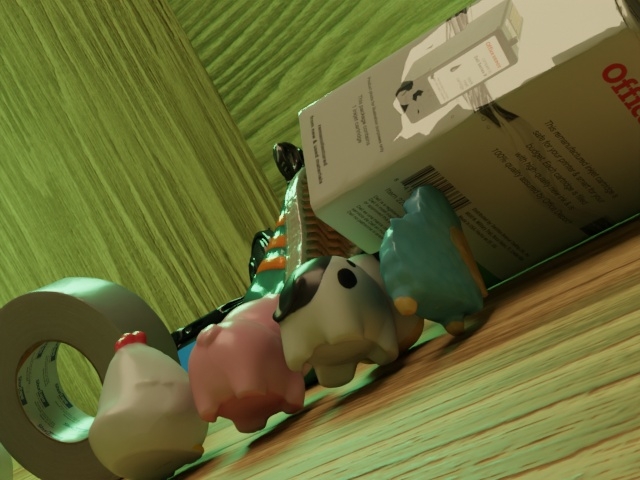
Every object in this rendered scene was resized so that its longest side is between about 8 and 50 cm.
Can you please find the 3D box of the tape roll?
[{"bbox_3d":[-0.257,0.151,1.187,0.219,0.219,0.072,-30,-1,26],"label":"tape roll"}]

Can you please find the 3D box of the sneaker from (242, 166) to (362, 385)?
[{"bbox_3d":[-0.024,0.034,1.143,0.121,0.108,0.302,-43,22,28],"label":"sneaker"}]

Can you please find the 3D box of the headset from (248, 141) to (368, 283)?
[{"bbox_3d":[0.000,0.000,1.626,0.243,0.185,0.394,-18,-18,5],"label":"headset"}]

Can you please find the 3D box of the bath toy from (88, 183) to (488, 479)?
[{"bbox_3d":[-0.040,0.081,0.902,0.348,0.129,0.151,-29,-34,21],"label":"bath toy"}]

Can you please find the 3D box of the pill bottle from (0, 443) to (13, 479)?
[{"bbox_3d":[-0.460,0.289,1.170,0.176,0.176,0.318,-29,0,16],"label":"pill bottle"}]

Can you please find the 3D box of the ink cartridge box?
[{"bbox_3d":[0.161,-0.085,0.934,0.289,0.121,0.211,-29,-42,25],"label":"ink cartridge box"}]

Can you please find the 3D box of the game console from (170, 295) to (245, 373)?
[{"bbox_3d":[-0.063,0.155,1.494,0.293,0.173,0.250,-29,-31,25],"label":"game console"}]
